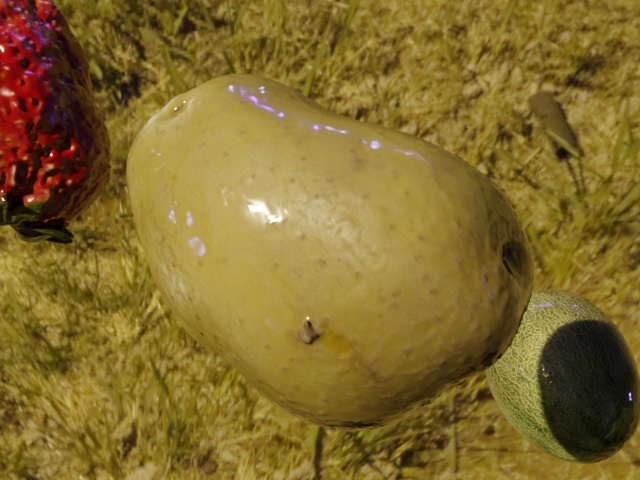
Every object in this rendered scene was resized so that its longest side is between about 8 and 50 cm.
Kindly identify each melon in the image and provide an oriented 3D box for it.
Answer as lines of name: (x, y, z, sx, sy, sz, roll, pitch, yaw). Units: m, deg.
melon: (0.229, 0.123, 0.850, 0.139, 0.139, 0.192, -13, 47, -15)

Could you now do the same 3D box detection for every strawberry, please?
strawberry: (-0.189, -0.090, 0.597, 0.082, 0.146, 0.187, -9, 92, -12)

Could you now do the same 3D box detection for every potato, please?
potato: (0.000, 0.000, 0.418, 0.194, 0.157, 0.157, 44, 66, 0)
